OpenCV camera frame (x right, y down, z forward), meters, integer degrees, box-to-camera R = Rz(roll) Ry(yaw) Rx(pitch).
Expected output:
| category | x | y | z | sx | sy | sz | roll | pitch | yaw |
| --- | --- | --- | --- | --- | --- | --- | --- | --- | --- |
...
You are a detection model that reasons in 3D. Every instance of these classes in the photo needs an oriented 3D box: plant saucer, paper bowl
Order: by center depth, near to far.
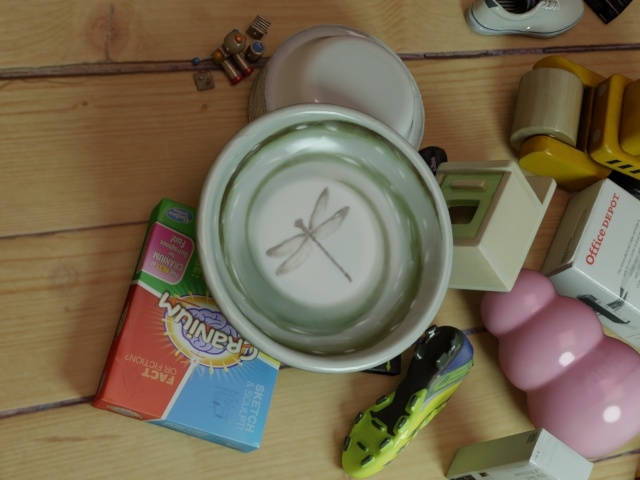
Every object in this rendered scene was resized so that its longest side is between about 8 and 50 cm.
| category | x | y | z | sx | sy | sz | roll | pitch | yaw |
| --- | --- | --- | --- | --- | --- | --- | --- | --- | --- |
| plant saucer | 0.000 | 0.000 | 1.580 | 0.401 | 0.100 | 0.400 | 4 | 78 | -20 |
| paper bowl | 0.037 | -0.216 | 1.727 | 0.284 | 0.148 | 0.284 | 7 | 72 | -20 |

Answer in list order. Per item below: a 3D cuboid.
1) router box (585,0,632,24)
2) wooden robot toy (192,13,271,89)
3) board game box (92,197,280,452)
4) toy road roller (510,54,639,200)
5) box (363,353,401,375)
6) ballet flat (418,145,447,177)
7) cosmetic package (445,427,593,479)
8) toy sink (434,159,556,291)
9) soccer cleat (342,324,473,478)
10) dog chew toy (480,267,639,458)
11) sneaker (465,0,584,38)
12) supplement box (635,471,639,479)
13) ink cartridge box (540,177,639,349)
| category | x | y | z | sx | sy | sz | roll | pitch | yaw |
| --- | --- | --- | --- | --- | --- | --- | --- | --- | --- |
| router box | 0.552 | -0.535 | 2.112 | 0.179 | 0.046 | 0.133 | 47 | 61 | -4 |
| wooden robot toy | -0.130 | -0.308 | 1.720 | 0.076 | 0.079 | 0.173 | 49 | 62 | -3 |
| board game box | -0.170 | 0.125 | 1.570 | 0.242 | 0.064 | 0.316 | 20 | 66 | -17 |
| toy road roller | 0.526 | -0.208 | 1.883 | 0.330 | 0.240 | 0.202 | 20 | 66 | -17 |
| box | 0.073 | 0.129 | 1.696 | 0.116 | 0.029 | 0.162 | 9 | 69 | -21 |
| ballet flat | 0.186 | -0.076 | 1.813 | 0.057 | 0.049 | 0.173 | 22 | 68 | -46 |
| cosmetic package | 0.293 | 0.347 | 1.602 | 0.099 | 0.239 | 0.060 | 33 | 62 | -10 |
| toy sink | 0.261 | -0.049 | 1.742 | 0.131 | 0.153 | 0.234 | 50 | 57 | -36 |
| soccer cleat | 0.146 | 0.262 | 1.652 | 0.289 | 0.093 | 0.121 | -50 | 133 | -18 |
| dog chew toy | 0.385 | 0.185 | 1.726 | 0.207 | 0.206 | 0.331 | -32 | 81 | -29 |
| sneaker | 0.398 | -0.430 | 1.984 | 0.258 | 0.091 | 0.094 | -13 | 79 | -26 |
| supplement box | 0.570 | 0.479 | 1.758 | 0.081 | 0.104 | 0.188 | 25 | 66 | -16 |
| ink cartridge box | 0.544 | 0.050 | 1.880 | 0.273 | 0.114 | 0.197 | 34 | 64 | -11 |
